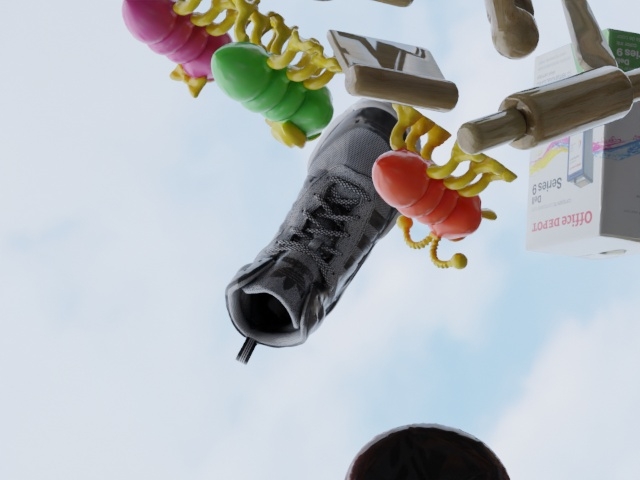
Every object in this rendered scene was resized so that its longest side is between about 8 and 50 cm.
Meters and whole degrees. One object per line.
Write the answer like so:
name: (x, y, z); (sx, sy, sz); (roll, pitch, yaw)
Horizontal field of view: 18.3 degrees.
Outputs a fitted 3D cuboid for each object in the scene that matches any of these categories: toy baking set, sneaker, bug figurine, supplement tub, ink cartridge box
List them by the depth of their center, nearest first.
toy baking set: (0.090, -0.129, 1.062); (0.256, 0.197, 0.030); (-14, -33, -42)
bug figurine: (-0.016, -0.087, 1.213); (0.216, 0.279, 0.072); (32, -86, -40)
supplement tub: (0.062, 0.211, 1.249); (0.106, 0.106, 0.198); (-40, -30, -31)
sneaker: (0.000, 0.000, 1.791); (0.268, 0.101, 0.153); (-61, -5, 30)
ink cartridge box: (0.286, -0.093, 2.015); (0.093, 0.154, 0.212); (6, -98, -22)
